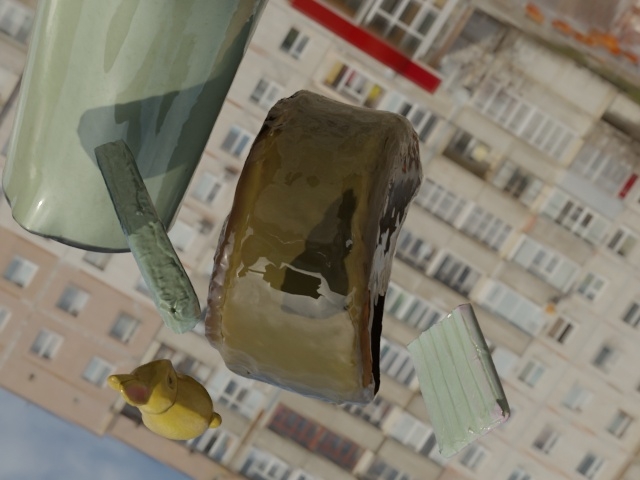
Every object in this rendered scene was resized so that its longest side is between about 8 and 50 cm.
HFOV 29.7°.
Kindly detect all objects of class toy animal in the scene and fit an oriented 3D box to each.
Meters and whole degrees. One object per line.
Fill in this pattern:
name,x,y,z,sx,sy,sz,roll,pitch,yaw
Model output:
toy animal,-0.165,0.159,1.243,0.083,0.070,0.159,17,164,24

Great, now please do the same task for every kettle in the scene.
kettle,-0.202,-0.211,1.449,0.250,0.377,0.361,31,-148,11

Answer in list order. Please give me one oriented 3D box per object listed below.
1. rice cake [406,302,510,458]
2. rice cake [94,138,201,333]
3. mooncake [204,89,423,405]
rice cake,0.218,0.223,1.917,0.037,0.189,0.198,-7,-115,-35
rice cake,-0.174,-0.007,1.206,0.045,0.042,0.245,79,165,-51
mooncake,0.000,0.000,1.650,0.246,0.393,0.394,12,-160,10
